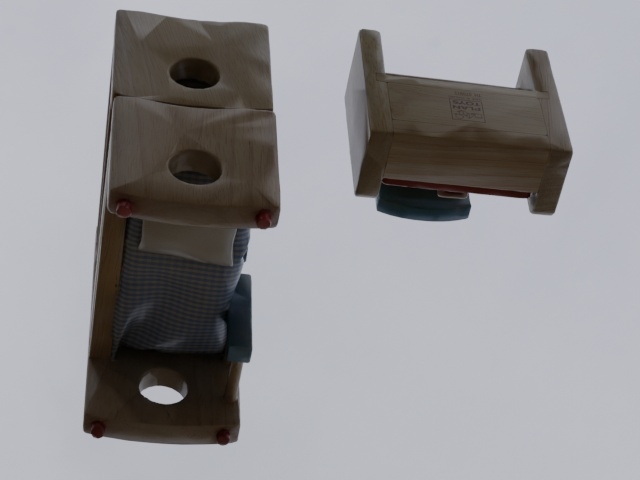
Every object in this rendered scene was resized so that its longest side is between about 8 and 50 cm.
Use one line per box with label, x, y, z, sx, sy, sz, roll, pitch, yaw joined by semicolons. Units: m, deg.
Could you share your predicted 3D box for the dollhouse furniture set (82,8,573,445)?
dollhouse furniture set;0.000;0.000;0.760;0.184;0.129;0.129;5;-51;-8
